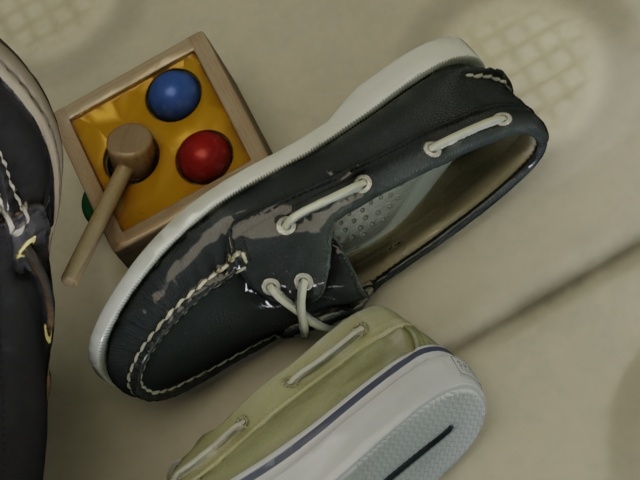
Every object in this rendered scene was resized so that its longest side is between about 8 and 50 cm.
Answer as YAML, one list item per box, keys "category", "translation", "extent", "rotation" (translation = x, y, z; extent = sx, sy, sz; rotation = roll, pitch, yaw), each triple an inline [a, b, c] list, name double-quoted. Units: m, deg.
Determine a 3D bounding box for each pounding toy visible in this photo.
- category: "pounding toy"
  translation: [-0.103, -0.039, 1.175]
  extent: [0.141, 0.100, 0.130]
  rotation: [-29, 63, 2]

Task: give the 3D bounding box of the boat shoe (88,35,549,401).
- category: "boat shoe"
  translation: [0.000, 0.000, 1.126]
  extent: [0.302, 0.114, 0.091]
  rotation: [-42, 58, -4]

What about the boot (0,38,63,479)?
- category: "boot"
  translation: [-0.208, 0.087, 0.979]
  extent: [0.138, 0.377, 0.284]
  rotation: [2, 55, -4]

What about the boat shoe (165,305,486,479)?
- category: "boat shoe"
  translation: [-0.043, 0.155, 1.091]
  extent: [0.302, 0.109, 0.094]
  rotation: [-35, 48, -11]
